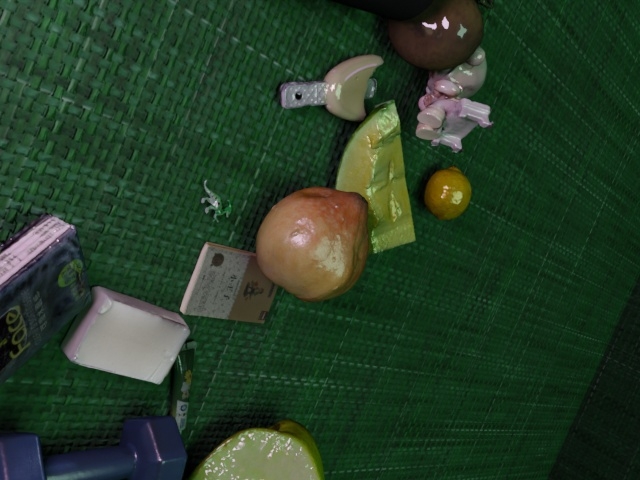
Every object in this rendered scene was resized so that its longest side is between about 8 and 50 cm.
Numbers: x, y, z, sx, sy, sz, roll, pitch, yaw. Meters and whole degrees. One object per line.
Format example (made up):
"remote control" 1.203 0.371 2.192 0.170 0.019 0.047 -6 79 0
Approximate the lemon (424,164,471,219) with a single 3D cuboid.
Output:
"lemon" 0.297 -0.110 1.442 0.109 0.109 0.133 15 92 -45

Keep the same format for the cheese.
"cheese" 0.022 -0.280 1.153 0.235 0.050 0.127 -15 119 -39

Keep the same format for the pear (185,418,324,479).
"pear" -0.126 0.496 1.266 0.176 0.286 0.282 121 -6 -72

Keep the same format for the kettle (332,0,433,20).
"kettle" 0.042 -0.507 0.969 0.308 0.203 0.262 -3 113 -38

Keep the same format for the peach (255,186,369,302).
"peach" 0.000 0.000 1.146 0.232 0.232 0.232 -19 120 -36

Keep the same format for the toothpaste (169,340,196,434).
"toothpaste" -0.262 0.285 1.163 0.049 0.031 0.204 -6 110 -43

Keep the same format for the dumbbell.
"dumbbell" -0.385 0.373 1.010 0.325 0.144 0.160 7 105 -45

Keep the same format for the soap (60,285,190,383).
"soap" -0.318 0.161 1.032 0.183 0.064 0.121 31 87 -45

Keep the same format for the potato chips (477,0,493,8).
"potato chips" 0.382 -0.630 1.343 0.220 0.029 0.202 -52 132 -10

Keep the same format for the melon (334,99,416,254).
"melon" 0.117 -0.126 1.261 0.196 0.124 0.323 -20 116 -37

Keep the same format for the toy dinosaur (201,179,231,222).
"toy dinosaur" -0.179 -0.069 1.086 0.062 0.021 0.083 -16 123 -45

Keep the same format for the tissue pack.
"tissue pack" -0.415 0.093 0.823 0.235 0.073 0.173 -53 163 -44

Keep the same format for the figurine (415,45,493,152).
"figurine" 0.283 -0.321 1.276 0.182 0.144 0.256 88 13 -65

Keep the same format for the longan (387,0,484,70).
"longan" 0.219 -0.409 1.180 0.167 0.187 0.167 -28 141 -26

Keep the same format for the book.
"book" -0.160 0.085 1.175 0.199 0.016 0.138 16 98 -45
